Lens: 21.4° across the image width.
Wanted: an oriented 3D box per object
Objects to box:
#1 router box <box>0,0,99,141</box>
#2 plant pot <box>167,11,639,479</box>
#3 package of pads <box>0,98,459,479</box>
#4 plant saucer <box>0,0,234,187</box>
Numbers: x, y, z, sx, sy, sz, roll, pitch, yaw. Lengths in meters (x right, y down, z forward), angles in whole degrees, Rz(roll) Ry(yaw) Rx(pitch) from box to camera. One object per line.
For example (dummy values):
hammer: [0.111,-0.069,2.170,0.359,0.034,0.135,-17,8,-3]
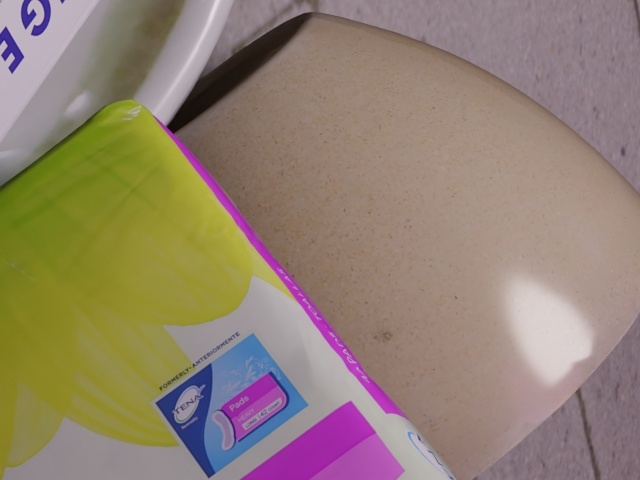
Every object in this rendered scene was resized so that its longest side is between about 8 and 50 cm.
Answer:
router box: [-0.204,-0.097,0.469,0.335,0.082,0.301,-61,148,-29]
plant pot: [0.000,0.000,0.850,0.191,0.284,0.284,52,53,-13]
package of pads: [-0.120,0.112,0.631,0.296,0.229,0.101,-37,152,-4]
plant saucer: [-0.180,-0.191,0.681,0.400,0.100,0.400,-16,111,-50]
